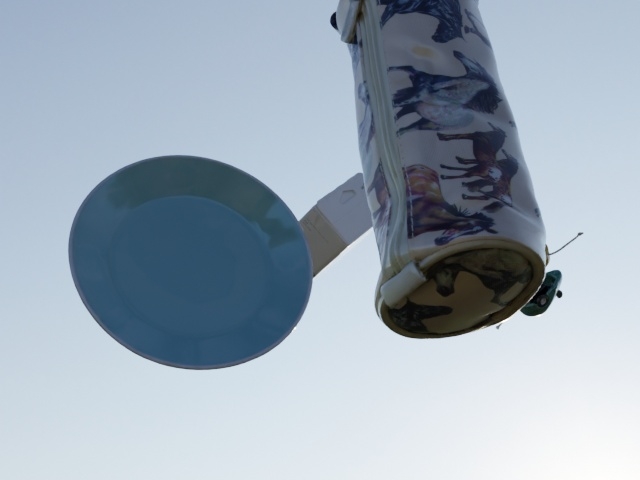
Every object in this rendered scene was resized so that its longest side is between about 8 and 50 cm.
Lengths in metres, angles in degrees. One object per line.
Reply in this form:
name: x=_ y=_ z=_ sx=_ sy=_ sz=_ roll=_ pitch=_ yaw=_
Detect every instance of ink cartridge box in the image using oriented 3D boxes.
ink cartridge box: x=0.000 y=0.000 z=1.379 sx=0.082 sy=0.139 sz=0.190 roll=50 pitch=-47 yaw=3

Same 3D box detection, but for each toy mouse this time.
toy mouse: x=0.215 y=0.059 z=1.034 sx=0.161 sy=0.143 sz=0.031 roll=-10 pitch=-54 yaw=27

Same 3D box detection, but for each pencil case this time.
pencil case: x=0.106 y=-0.104 z=0.912 sx=0.183 sy=0.410 sz=0.160 roll=14 pitch=-38 yaw=-29

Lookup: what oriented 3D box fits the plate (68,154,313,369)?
plate: x=-0.098 y=0.016 z=0.707 sx=0.188 sy=0.188 sz=0.024 roll=9 pitch=-33 yaw=-14
